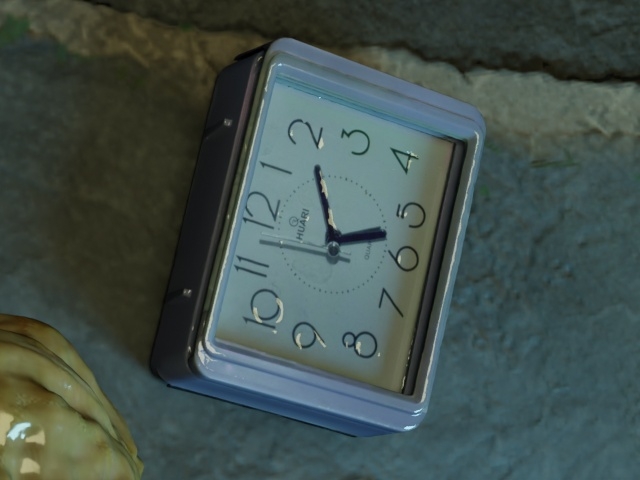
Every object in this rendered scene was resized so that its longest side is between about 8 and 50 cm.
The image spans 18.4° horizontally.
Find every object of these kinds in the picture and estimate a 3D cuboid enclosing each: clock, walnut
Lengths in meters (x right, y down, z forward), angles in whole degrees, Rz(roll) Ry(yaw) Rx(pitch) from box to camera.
[{"bbox_3d":[-0.001,0.000,1.091,0.145,0.073,0.193,17,77,-21],"label":"clock"},{"bbox_3d":[-0.199,0.122,0.920,0.245,0.198,0.198,2,82,-19],"label":"walnut"}]
